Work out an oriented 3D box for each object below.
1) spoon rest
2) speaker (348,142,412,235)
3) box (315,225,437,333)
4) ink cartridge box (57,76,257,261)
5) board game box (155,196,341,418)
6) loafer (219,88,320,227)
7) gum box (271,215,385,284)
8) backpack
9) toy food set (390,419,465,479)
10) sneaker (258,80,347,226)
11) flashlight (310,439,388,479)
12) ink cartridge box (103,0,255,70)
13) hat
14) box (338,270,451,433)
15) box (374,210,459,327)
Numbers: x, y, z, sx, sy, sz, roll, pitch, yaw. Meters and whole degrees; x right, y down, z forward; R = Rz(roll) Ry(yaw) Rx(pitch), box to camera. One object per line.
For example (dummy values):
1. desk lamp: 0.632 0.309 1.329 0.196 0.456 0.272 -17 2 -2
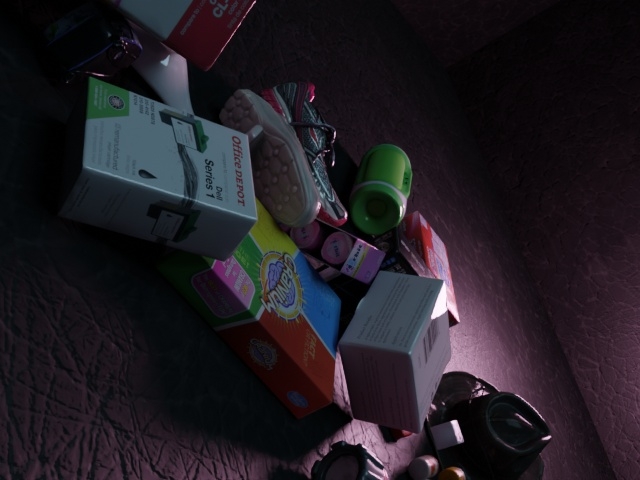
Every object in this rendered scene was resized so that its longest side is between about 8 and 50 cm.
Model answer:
1. spoon rest: -0.219 -0.241 1.255 0.276 0.084 0.137 44 23 -7
2. speaker: 0.139 -0.123 1.828 0.131 0.131 0.296 55 22 -17
3. box: 0.098 0.084 1.406 0.147 0.180 0.077 51 22 -28
4. ink cartridge box: -0.194 -0.083 0.972 0.219 0.092 0.160 16 44 -29
5. board game box: -0.088 0.066 1.166 0.316 0.064 0.242 51 24 -25
6. loafer: -0.068 -0.136 1.327 0.111 0.112 0.319 22 31 -43
7. gum box: 0.000 0.000 1.326 0.188 0.062 0.107 27 0 33
8. backpack: -0.293 -0.257 1.042 0.084 0.105 0.114 60 11 1
9. toy food set: 0.195 0.330 1.423 0.104 0.111 0.232 16 53 -62
10. sneaker: -0.016 -0.166 1.491 0.121 0.112 0.299 113 -44 -75
11. flashlight: 0.108 0.402 1.154 0.304 0.103 0.103 46 24 -33
12. ink cartridge box: -0.257 -0.372 1.050 0.306 0.131 0.226 35 6 -29
13. hat: 0.369 0.385 1.607 0.331 0.134 0.331 26 43 -27
14. box: 0.126 0.177 1.291 0.181 0.119 0.182 -56 145 -44
15. box: 0.204 0.077 1.733 0.128 0.123 0.257 47 26 -33
